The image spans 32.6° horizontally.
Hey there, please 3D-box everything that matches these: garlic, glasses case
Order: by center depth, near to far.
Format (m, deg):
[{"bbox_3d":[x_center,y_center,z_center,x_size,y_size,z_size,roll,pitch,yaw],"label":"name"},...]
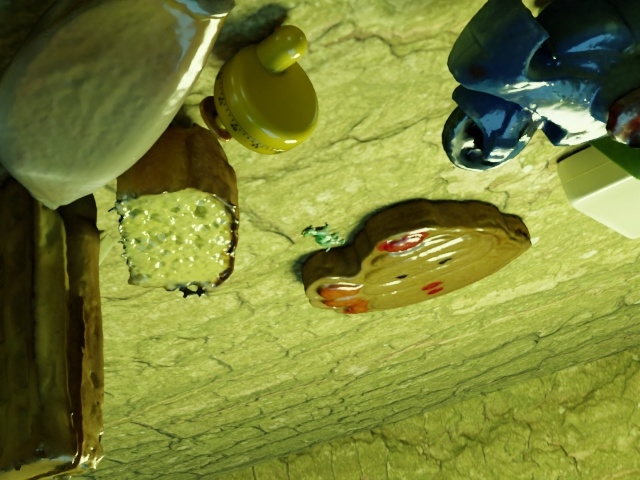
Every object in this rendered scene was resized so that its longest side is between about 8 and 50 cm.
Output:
[{"bbox_3d":[-0.189,-0.136,0.917,0.143,0.112,0.318,22,145,-26],"label":"garlic"},{"bbox_3d":[0.465,-0.078,1.622,0.131,0.070,0.313,-26,158,26],"label":"glasses case"}]

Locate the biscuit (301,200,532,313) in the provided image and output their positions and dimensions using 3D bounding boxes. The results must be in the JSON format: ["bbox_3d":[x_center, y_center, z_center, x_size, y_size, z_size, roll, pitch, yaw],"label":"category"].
[{"bbox_3d":[0.147,0.031,1.700,0.359,0.074,0.381,-21,163,9],"label":"biscuit"}]

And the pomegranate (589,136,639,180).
[{"bbox_3d":[0.361,-0.165,1.219,0.159,0.241,0.190,-59,170,19],"label":"pomegranate"}]

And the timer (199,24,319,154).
[{"bbox_3d":[-0.045,-0.138,1.030,0.107,0.107,0.109,4,157,-43],"label":"timer"}]

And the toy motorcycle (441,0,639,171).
[{"bbox_3d":[0.251,-0.204,1.045,0.319,0.241,0.182,-21,-159,-2],"label":"toy motorcycle"}]

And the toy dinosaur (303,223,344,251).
[{"bbox_3d":[0.000,0.000,1.560,0.062,0.021,0.083,2,151,-24],"label":"toy dinosaur"}]

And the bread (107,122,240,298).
[{"bbox_3d":[-0.153,-0.047,1.158,0.129,0.134,0.260,-2,153,-7],"label":"bread"}]

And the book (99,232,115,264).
[{"bbox_3d":[-0.375,0.118,1.388,0.026,0.201,0.289,41,133,-15],"label":"book"}]

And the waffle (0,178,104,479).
[{"bbox_3d":[-0.322,0.107,1.151,0.098,0.328,0.224,17,144,-43],"label":"waffle"}]
